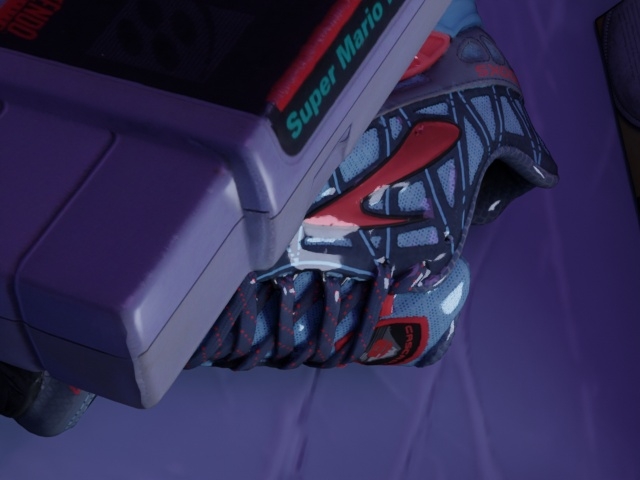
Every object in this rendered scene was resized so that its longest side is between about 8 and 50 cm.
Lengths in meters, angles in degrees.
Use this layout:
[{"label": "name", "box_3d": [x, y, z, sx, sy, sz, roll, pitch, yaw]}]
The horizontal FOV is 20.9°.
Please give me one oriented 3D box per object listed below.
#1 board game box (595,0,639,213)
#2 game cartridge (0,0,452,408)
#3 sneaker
[{"label": "board game box", "box_3d": [0.200, -0.016, 0.700, 0.042, 0.165, 0.243, 2, 68, -30]}, {"label": "game cartridge", "box_3d": [-0.060, -0.117, 0.579, 0.230, 0.068, 0.355, 13, 50, 25]}, {"label": "sneaker", "box_3d": [0.000, 0.000, 0.612, 0.262, 0.104, 0.125, -40, 95, -36]}]
